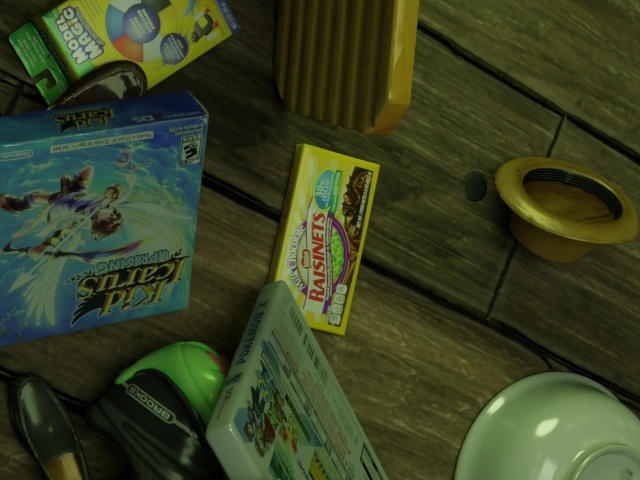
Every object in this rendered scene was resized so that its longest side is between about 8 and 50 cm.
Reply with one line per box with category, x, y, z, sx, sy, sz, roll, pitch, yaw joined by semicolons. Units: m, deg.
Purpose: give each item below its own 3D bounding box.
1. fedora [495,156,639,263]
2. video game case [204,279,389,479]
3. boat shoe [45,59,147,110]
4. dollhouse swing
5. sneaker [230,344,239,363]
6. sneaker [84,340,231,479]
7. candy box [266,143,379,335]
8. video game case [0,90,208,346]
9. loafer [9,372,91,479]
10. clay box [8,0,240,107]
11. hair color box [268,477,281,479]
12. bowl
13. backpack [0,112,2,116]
fedora;0.295;-0.027;1.932;0.194;0.194;0.079;1;128;-28
video game case;-0.009;0.249;1.693;0.036;0.300;0.329;-19;112;18
boat shoe;-0.259;-0.106;1.618;0.207;0.073;0.073;-42;104;-1
dollhouse swing;-0.061;-0.304;1.612;0.315;0.347;0.305;17;94;-28
sneaker;-0.053;0.185;1.772;0.063;0.073;0.162;-16;99;-27
sneaker;-0.115;0.353;1.689;0.202;0.185;0.483;-20;86;6
candy box;0.000;0.000;1.823;0.105;0.027;0.206;14;85;-25
video game case;-0.253;-0.017;1.600;0.269;0.061;0.244;-11;129;-28
loafer;-0.275;0.218;1.659;0.062;0.061;0.170;-28;104;-24
clay box;-0.208;-0.223;1.688;0.222;0.053;0.127;-37;109;-22
hair color box;-0.189;0.371;1.548;0.185;0.374;0.113;70;23;-12
bowl;0.321;0.314;1.945;0.297;0.134;0.298;-1;93;-28
backpack;-0.388;-0.147;1.556;0.115;0.152;0.182;-32;118;-18
